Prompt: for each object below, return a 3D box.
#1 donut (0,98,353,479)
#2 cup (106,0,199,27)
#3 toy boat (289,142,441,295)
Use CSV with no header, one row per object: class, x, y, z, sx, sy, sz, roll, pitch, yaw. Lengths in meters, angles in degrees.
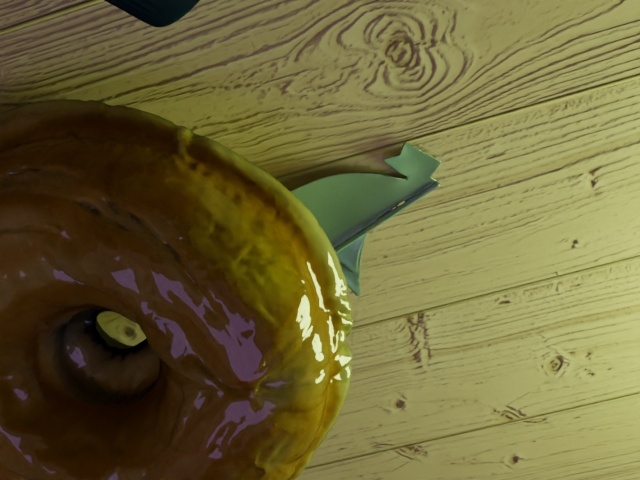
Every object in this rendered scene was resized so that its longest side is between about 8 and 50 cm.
donut,-0.190,0.086,1.036,0.449,0.198,0.448,3,110,8
cup,-0.145,-0.262,0.840,0.155,0.131,0.176,32,100,-36
toy boat,0.000,0.000,1.145,0.291,0.067,0.220,-32,128,22
